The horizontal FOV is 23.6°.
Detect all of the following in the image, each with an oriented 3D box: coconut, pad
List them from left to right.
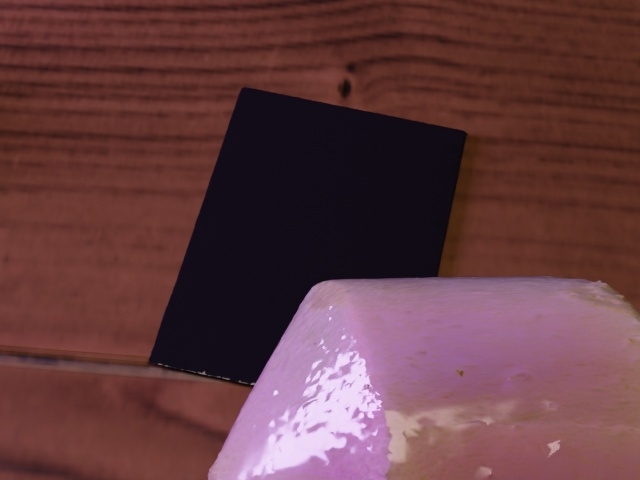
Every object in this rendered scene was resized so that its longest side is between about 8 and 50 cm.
[{"bbox_3d":[0.000,0.000,1.019,0.170,0.006,0.245,11,52,5],"label":"pad"},{"bbox_3d":[0.064,0.132,0.798,0.245,0.233,0.233,-3,53,-7],"label":"coconut"}]
